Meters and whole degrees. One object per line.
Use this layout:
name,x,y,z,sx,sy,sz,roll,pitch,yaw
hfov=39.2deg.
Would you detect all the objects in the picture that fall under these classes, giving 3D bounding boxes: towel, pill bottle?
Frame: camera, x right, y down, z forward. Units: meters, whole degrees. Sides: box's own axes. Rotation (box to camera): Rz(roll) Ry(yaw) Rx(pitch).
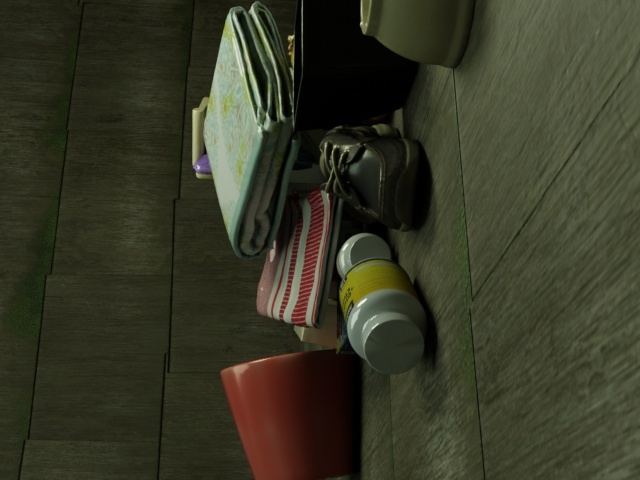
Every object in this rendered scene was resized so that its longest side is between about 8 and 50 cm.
towel,-0.044,0.029,1.592,0.329,0.037,0.237,178,101,-71
towel,-0.128,-0.194,1.633,0.374,0.090,0.320,113,149,-50
pill bottle,0.069,0.035,1.435,0.152,0.086,0.086,124,147,-80
pill bottle,0.082,0.098,1.162,0.184,0.103,0.103,-102,15,-71

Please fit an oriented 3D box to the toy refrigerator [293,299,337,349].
toy refrigerator,0.005,0.177,1.947,0.269,0.102,0.094,170,111,-84

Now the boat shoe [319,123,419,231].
boat shoe,0.061,-0.094,1.304,0.355,0.130,0.132,-110,22,-77

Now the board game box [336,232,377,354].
board game box,0.066,0.094,1.592,0.194,0.060,0.194,109,163,-74

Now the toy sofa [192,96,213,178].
toy sofa,-0.123,-0.236,2.145,0.177,0.362,0.150,-84,-1,-63

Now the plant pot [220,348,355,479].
plant pot,-0.047,0.357,1.789,0.275,0.275,0.243,111,150,-75

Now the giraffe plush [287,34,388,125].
giraffe plush,0.029,-0.297,1.501,0.181,0.170,0.210,97,173,-50

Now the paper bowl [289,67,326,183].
paper bowl,-0.075,-0.228,1.934,0.148,0.284,0.284,20,115,38

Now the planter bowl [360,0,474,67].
planter bowl,0.103,-0.280,1.017,0.162,0.109,0.162,-178,90,-85

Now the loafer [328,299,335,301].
loafer,-0.028,0.056,2.259,0.134,0.130,0.366,102,168,-64

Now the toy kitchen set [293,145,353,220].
toy kitchen set,-0.022,-0.115,1.732,0.207,0.122,0.166,-5,82,46

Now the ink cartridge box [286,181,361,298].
ink cartridge box,0.000,0.000,1.807,0.092,0.160,0.219,101,170,-61

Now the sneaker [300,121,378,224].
sneaker,0.052,-0.180,1.580,0.350,0.148,0.131,59,171,34

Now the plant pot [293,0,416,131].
plant pot,0.047,-0.278,1.319,0.187,0.167,0.188,105,167,-70
